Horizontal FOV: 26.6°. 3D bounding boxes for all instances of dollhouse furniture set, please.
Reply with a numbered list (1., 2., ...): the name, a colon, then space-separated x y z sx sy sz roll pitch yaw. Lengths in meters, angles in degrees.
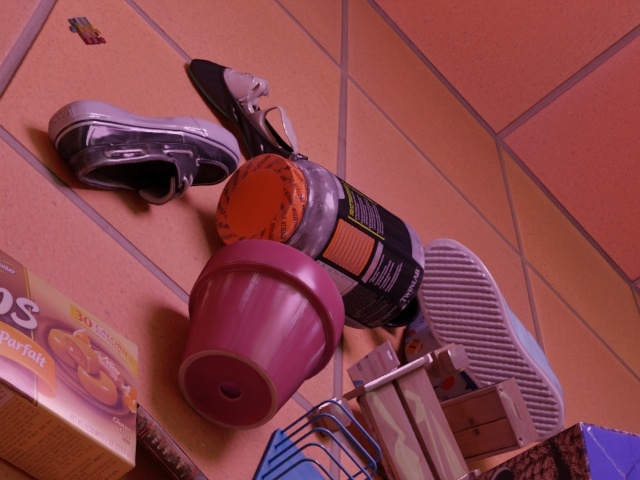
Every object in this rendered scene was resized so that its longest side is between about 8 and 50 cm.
1. dollhouse furniture set: 0.145 0.341 2.026 0.355 0.174 0.303 -19 84 -38

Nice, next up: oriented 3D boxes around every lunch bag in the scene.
1. lunch bag: 0.260 0.213 2.379 0.243 0.115 0.303 52 21 -7

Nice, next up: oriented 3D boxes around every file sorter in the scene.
1. file sorter: -0.001 0.294 1.692 0.118 0.104 0.170 48 21 -8

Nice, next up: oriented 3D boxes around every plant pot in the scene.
1. plant pot: -0.086 0.129 1.686 0.201 0.201 0.180 46 36 -16

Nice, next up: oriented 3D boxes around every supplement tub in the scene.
1. supplement tub: 0.000 0.000 2.055 0.316 0.193 0.194 32 28 -44

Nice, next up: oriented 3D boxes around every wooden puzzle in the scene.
1. wooden puzzle: -0.361 -0.324 2.090 0.049 0.006 0.083 53 20 2

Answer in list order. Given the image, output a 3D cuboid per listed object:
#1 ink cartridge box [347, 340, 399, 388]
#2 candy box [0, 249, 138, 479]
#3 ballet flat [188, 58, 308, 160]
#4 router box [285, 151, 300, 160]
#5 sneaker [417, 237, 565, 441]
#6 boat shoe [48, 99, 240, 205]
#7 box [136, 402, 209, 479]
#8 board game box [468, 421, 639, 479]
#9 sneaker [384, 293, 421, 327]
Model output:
1. ink cartridge box: 0.088 0.196 2.074 0.028 0.083 0.048 22 36 -53
2. candy box: -0.322 0.105 1.340 0.316 0.087 0.183 39 24 -30
3. ballet flat: -0.113 -0.219 2.318 0.280 0.096 0.095 54 21 7
4. router box: -0.067 -0.078 2.187 0.038 0.092 0.122 43 22 -22
5. sneaker: 0.275 0.162 2.215 0.366 0.135 0.150 61 10 6
6. boat shoe: -0.233 -0.101 1.872 0.335 0.121 0.119 5 57 -49
7. box: -0.166 0.234 1.485 0.137 0.027 0.094 49 -11 -9
8. board game box: 0.315 0.408 1.802 0.141 0.291 0.232 16 53 -30
9. sneaker: 0.080 0.032 2.296 0.296 0.104 0.147 46 16 -28
